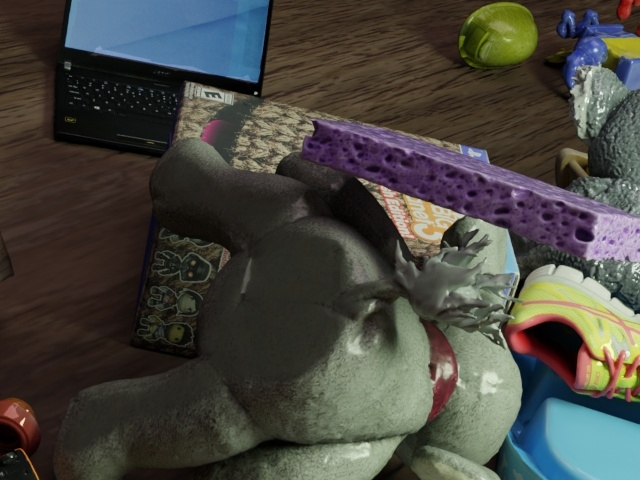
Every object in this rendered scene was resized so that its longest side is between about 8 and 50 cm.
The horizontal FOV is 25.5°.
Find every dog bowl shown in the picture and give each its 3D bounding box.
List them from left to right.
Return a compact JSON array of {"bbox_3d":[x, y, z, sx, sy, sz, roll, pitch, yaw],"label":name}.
[{"bbox_3d":[0.218,0.155,1.134,0.165,0.074,0.297,18,27,1],"label":"dog bowl"}]

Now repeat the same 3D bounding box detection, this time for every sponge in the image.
[{"bbox_3d":[0.103,-0.033,0.914,0.210,0.031,0.117,21,10,29],"label":"sponge"}]

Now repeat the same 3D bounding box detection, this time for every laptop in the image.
[{"bbox_3d":[-0.156,-0.204,1.509,0.234,0.137,0.264,9,29,-14],"label":"laptop"}]

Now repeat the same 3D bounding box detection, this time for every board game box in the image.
[{"bbox_3d":[0.000,0.000,1.221,0.291,0.141,0.232,12,28,-9],"label":"board game box"}]

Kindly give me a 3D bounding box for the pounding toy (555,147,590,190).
[{"bbox_3d":[0.388,-0.031,1.477,0.269,0.154,0.155,4,30,-21],"label":"pounding toy"}]

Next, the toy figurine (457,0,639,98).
[{"bbox_3d":[0.391,-0.266,1.882,0.362,0.191,0.217,-6,40,-34],"label":"toy figurine"}]

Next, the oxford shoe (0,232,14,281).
[{"bbox_3d":[-0.300,0.068,0.986,0.096,0.098,0.271,-9,33,37],"label":"oxford shoe"}]

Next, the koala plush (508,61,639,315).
[{"bbox_3d":[0.291,-0.042,1.310,0.196,0.221,0.203,20,-2,3],"label":"koala plush"}]

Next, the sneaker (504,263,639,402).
[{"bbox_3d":[0.235,0.097,1.099,0.208,0.081,0.094,23,35,25],"label":"sneaker"}]

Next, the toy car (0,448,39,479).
[{"bbox_3d":[-0.181,0.188,0.914,0.122,0.060,0.040,42,-11,11],"label":"toy car"}]

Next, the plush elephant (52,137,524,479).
[{"bbox_3d":[0.029,0.087,1.000,0.330,0.255,0.272,-4,61,32],"label":"plush elephant"}]

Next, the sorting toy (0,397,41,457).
[{"bbox_3d":[-0.238,0.115,0.971,0.102,0.061,0.042,37,25,-11],"label":"sorting toy"}]
